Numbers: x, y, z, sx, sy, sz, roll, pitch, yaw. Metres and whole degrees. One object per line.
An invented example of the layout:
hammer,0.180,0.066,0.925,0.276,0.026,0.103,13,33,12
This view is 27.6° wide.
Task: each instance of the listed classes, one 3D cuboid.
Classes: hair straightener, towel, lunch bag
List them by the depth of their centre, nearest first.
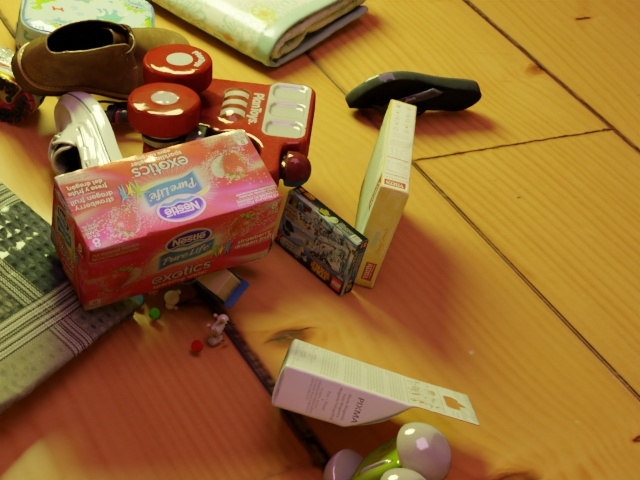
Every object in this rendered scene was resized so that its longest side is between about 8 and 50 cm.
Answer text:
towel,-0.411,0.052,1.548,0.312,0.056,0.324,40,31,7
hair straightener,-0.263,-0.189,2.005,0.230,0.047,0.089,-5,20,-20
lunch bag,-0.377,-0.332,2.090,0.218,0.090,0.176,8,37,-15
towel,-0.117,-0.457,2.375,0.320,0.090,0.374,29,37,19

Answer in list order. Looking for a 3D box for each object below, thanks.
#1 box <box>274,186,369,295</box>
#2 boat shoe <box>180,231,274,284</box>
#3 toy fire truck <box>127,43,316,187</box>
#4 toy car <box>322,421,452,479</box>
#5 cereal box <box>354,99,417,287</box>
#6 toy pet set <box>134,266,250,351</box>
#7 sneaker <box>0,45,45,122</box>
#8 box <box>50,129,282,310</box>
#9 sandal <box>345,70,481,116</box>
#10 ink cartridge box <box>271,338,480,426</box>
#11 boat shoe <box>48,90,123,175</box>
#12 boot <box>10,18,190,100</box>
box,0.000,0.000,1.809,0.137,0.094,0.027,40,41,27
boat shoe,-0.186,0.004,1.722,0.254,0.095,0.079,7,36,-13
toy fire truck,-0.135,-0.148,1.842,0.253,0.169,0.302,5,34,1
toy car,0.080,0.297,1.429,0.136,0.159,0.182,51,34,-16
cereal box,0.089,-0.070,1.873,0.047,0.173,0.240,16,36,-4
toy pet set,-0.155,0.078,1.681,0.122,0.065,0.114,36,83,25
sneaker,-0.509,-0.255,1.948,0.225,0.088,0.093,33,33,5
box,-0.190,-0.027,1.599,0.256,0.128,0.123,-17,59,-25
sandal,0.165,-0.240,2.207,0.254,0.097,0.055,-3,67,-25
ink cartridge box,0.063,0.188,1.550,0.232,0.066,0.189,22,5,0
boat shoe,-0.337,-0.123,1.827,0.084,0.095,0.258,-2,39,-32
boot,-0.299,-0.278,1.944,0.305,0.115,0.112,-14,79,-43
